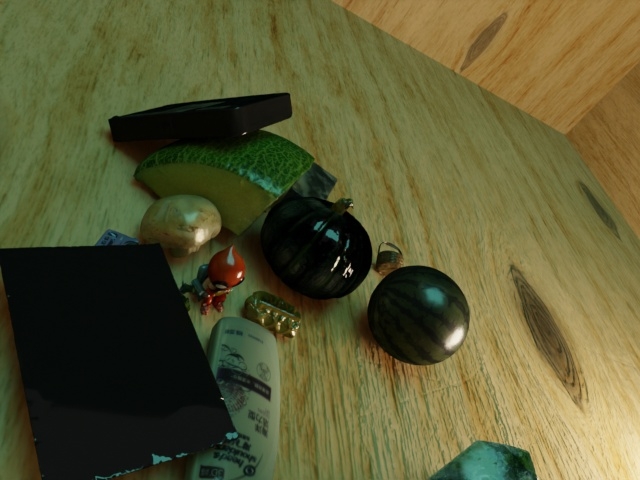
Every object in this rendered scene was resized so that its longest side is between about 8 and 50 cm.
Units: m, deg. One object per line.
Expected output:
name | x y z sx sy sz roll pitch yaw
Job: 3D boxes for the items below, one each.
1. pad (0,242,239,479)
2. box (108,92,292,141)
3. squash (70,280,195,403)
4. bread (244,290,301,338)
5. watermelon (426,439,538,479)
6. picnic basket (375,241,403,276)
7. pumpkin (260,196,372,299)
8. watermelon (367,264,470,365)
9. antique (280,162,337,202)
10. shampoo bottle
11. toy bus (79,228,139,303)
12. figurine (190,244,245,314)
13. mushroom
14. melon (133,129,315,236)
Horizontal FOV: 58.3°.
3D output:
pad | -0.286 0.143 0.797 0.247 0.007 0.368 -3 49 -39
box | -0.248 -0.256 1.188 0.350 0.058 0.211 2 23 29
squash | -0.274 0.162 0.861 0.087 0.087 0.331 38 33 -1
bread | -0.092 0.135 1.079 0.110 0.060 0.066 26 66 -16
watermelon | 0.198 0.477 0.918 0.289 0.214 0.320 -2 87 -3
picnic basket | 0.171 0.042 1.412 0.072 0.072 0.083 26 49 -17
pumpkin | 0.000 0.000 1.188 0.250 0.216 0.250 33 10 -7
watermelon | 0.205 0.156 1.196 0.212 0.212 0.212 24 37 -20
antique | -0.030 -0.112 1.391 0.086 0.088 0.183 36 34 -5
shampoo bottle | -0.124 0.283 0.863 0.134 0.078 0.359 27 35 -22
toy bus | -0.351 0.057 0.919 0.076 0.073 0.167 28 33 -11
figurine | -0.176 0.064 1.011 0.068 0.140 0.075 -8 57 -43
mushroom | -0.257 -0.029 1.066 0.148 0.112 0.148 -7 18 2
melon | -0.165 -0.147 1.242 0.331 0.226 0.343 1 31 20
